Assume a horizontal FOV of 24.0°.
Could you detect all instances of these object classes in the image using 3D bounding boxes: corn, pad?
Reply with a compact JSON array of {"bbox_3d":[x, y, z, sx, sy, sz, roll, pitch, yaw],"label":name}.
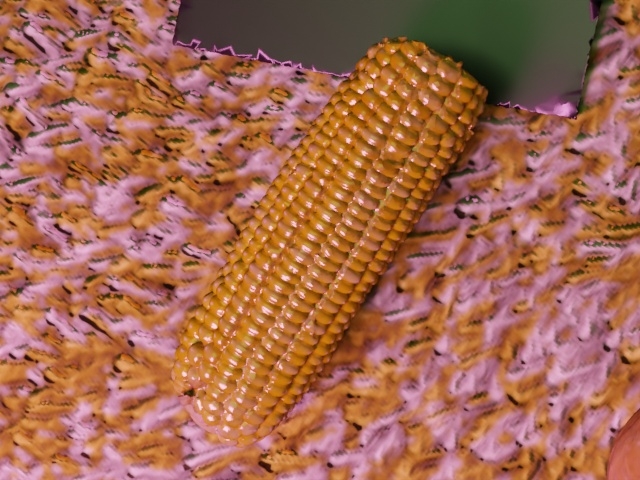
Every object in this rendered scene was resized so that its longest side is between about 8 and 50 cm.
[{"bbox_3d":[0.000,0.000,0.831,0.081,0.081,0.248,35,99,15],"label":"corn"},{"bbox_3d":[0.062,-0.268,0.843,0.247,0.007,0.368,13,97,17],"label":"pad"}]

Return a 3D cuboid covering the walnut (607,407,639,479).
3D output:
[{"bbox_3d":[0.238,0.126,0.716,0.197,0.165,0.165,-15,84,23],"label":"walnut"}]
